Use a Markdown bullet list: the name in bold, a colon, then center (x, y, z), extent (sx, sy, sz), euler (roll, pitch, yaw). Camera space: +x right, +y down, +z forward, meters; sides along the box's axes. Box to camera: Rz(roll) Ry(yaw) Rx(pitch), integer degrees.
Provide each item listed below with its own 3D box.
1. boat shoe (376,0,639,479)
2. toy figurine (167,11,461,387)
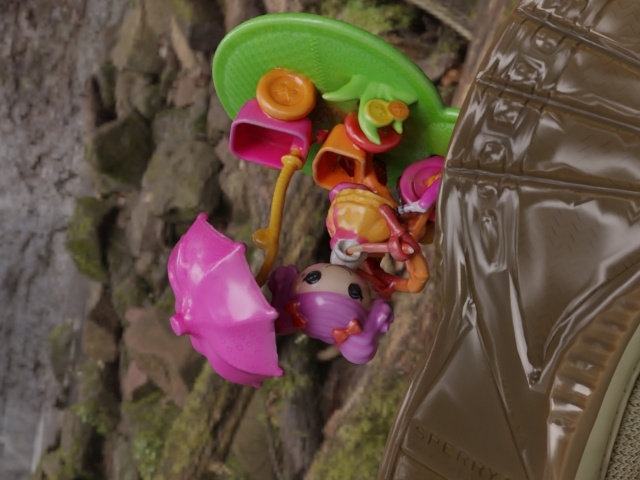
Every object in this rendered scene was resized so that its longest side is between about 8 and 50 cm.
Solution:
- **boat shoe**: center (0.118, 0.018, 0.411), extent (0.122, 0.110, 0.341), euler (35, 115, 43)
- **toy figurine**: center (0.000, 0.000, 0.465), extent (0.130, 0.173, 0.159), euler (108, -177, -61)
